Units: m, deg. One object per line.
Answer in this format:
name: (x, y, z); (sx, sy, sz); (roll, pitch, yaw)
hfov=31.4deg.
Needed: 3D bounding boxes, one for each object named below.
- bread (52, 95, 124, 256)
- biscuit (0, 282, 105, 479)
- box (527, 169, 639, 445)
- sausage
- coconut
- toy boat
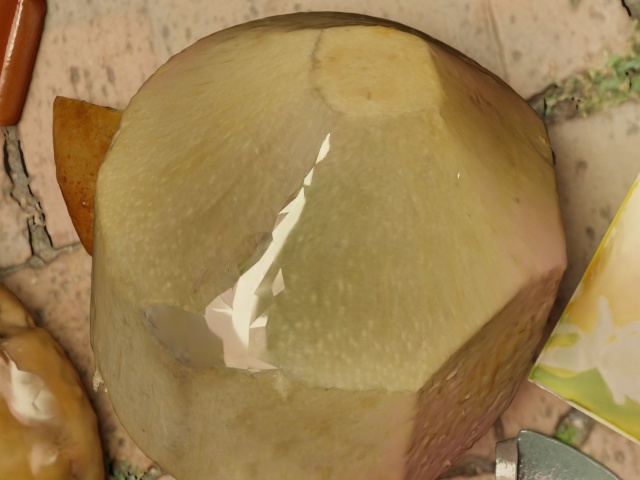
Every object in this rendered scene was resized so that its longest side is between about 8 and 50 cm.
bread: (-0.188, -0.077, 0.982); (0.154, 0.054, 0.136); (-47, 73, 17)
biscuit: (-0.386, 0.220, 1.063); (0.429, 0.104, 0.446); (14, 102, 24)
box: (0.299, 0.067, 0.750); (0.260, 0.111, 0.194); (30, 105, 21)
sausage: (-0.277, -0.168, 1.020); (0.041, 0.039, 0.131); (23, 102, 28)
coconut: (0.000, 0.000, 0.773); (0.353, 0.352, 0.352); (2, 95, 23)
toy boat: (0.192, 0.190, 0.854); (0.122, 0.034, 0.096); (-1, 94, 15)
